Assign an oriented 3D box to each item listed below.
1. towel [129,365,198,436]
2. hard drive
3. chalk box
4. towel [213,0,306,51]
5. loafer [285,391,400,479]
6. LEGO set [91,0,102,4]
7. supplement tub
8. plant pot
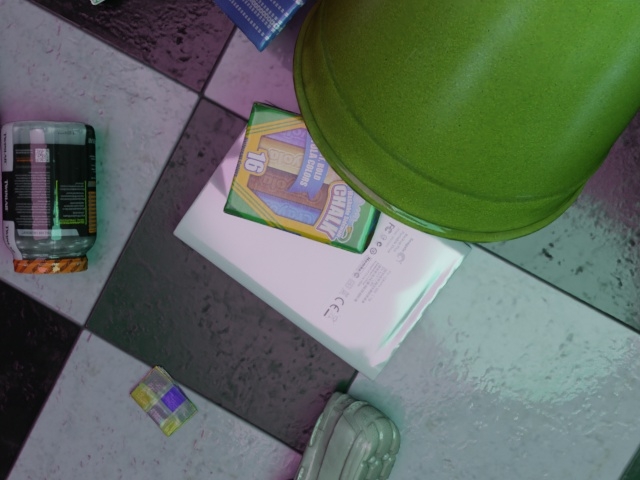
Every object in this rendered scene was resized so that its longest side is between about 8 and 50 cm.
[{"bbox_3d":[-0.212,0.216,1.117,0.060,0.009,0.083,-41,87,7],"label":"towel"},{"bbox_3d":[0.000,0.000,1.060,0.318,0.040,0.210,36,97,4],"label":"hard drive"},{"bbox_3d":[0.016,-0.064,0.966,0.213,0.132,0.132,18,95,7],"label":"chalk box"},{"bbox_3d":[-0.003,-0.396,0.973,0.336,0.040,0.243,-45,48,9],"label":"towel"},{"bbox_3d":[-0.004,0.346,1.060,0.111,0.112,0.319,31,100,41],"label":"loafer"},{"bbox_3d":[-0.276,-0.454,1.077,0.182,0.060,0.244,-30,96,3],"label":"LEGO set"},{"bbox_3d":[-0.347,-0.055,1.064,0.117,0.117,0.190,1,93,8],"label":"supplement tub"},{"bbox_3d":[0.195,-0.236,0.788,0.366,0.353,0.367,7,64,-15],"label":"plant pot"}]
